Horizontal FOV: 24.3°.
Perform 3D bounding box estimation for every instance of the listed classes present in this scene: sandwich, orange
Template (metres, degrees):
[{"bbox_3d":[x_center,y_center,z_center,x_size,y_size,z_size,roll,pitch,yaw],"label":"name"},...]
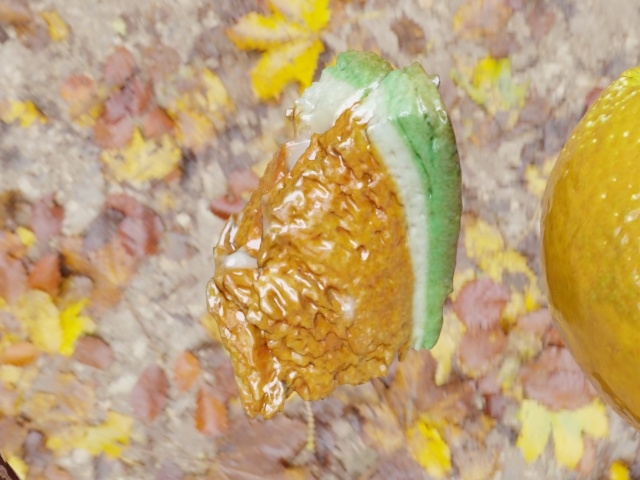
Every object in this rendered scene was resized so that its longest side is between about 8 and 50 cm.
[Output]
[{"bbox_3d":[0.000,-0.008,0.843,0.160,0.185,0.109,-23,42,-20],"label":"sandwich"},{"bbox_3d":[0.199,0.024,0.734,0.158,0.179,0.237,-40,45,7],"label":"orange"}]

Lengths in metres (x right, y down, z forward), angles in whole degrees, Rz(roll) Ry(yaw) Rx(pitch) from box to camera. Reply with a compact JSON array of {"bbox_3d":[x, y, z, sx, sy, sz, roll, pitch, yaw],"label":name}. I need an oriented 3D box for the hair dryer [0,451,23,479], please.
[{"bbox_3d":[0.035,0.113,0.318,0.340,0.313,0.123,-1,42,14],"label":"hair dryer"}]
